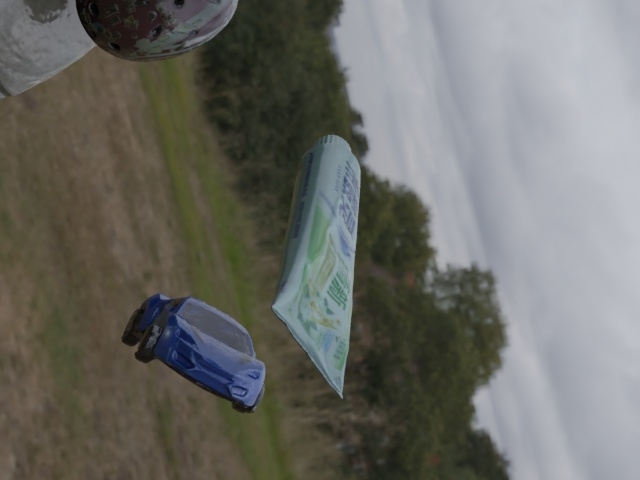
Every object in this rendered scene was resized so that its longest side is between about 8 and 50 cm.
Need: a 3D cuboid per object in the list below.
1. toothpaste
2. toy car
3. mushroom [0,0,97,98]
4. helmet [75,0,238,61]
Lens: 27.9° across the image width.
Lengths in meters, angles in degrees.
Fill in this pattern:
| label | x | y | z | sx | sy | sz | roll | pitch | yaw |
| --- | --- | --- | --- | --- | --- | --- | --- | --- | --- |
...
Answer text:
| label | x | y | z | sx | sy | sz | roll | pitch | yaw |
| --- | --- | --- | --- | --- | --- | --- | --- | --- | --- |
| toothpaste | 0.000 | 0.000 | 0.891 | 0.075 | 0.048 | 0.297 | 54 | 19 | -22 |
| toy car | -0.097 | 0.083 | 1.032 | 0.063 | 0.103 | 0.216 | -62 | -167 | -5 |
| mushroom | -0.367 | -0.292 | 1.286 | 0.137 | 0.154 | 0.407 | 46 | -5 | 40 |
| helmet | -0.152 | -0.261 | 1.326 | 0.107 | 0.177 | 0.153 | 23 | -32 | 49 |
